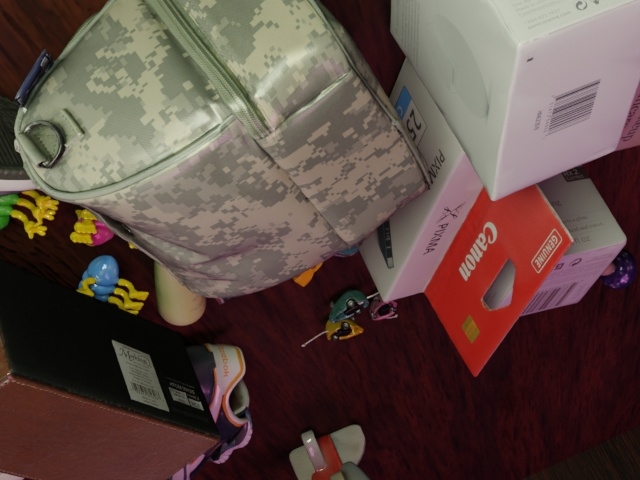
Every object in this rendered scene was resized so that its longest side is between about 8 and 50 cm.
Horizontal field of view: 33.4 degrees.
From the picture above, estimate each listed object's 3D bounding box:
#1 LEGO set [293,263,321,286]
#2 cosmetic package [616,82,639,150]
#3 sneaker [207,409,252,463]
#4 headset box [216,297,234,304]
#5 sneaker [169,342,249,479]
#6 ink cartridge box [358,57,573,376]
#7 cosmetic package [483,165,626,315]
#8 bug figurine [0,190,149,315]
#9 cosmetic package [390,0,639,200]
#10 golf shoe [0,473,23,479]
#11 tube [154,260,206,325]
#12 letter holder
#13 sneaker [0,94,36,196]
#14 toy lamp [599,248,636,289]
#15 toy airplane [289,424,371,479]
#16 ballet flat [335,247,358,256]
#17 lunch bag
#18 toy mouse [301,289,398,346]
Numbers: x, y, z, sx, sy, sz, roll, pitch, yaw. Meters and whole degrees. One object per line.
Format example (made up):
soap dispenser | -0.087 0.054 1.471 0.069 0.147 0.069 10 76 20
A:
LEGO set | -0.029 -0.020 1.196 0.093 0.087 0.227 -37 141 16
cosmetic package | 0.309 -0.183 1.172 0.296 0.129 0.153 -15 150 -19
sneaker | -0.169 0.319 1.738 0.076 0.065 0.166 2 141 -34
headset box | -0.109 0.044 1.336 0.083 0.032 0.062 -24 152 0
sneaker | -0.171 0.260 1.561 0.127 0.126 0.321 -10 148 -16
ink cartridge box | 0.134 -0.017 1.178 0.066 0.261 0.296 -13 150 -23
cosmetic package | 0.257 -0.018 1.358 0.151 0.183 0.151 -12 150 -23
bug figurine | -0.294 0.009 1.085 0.279 0.072 0.216 9 132 -39
cosmetic package | 0.166 -0.199 0.926 0.138 0.224 0.224 -23 153 -9
golf shoe | -0.386 0.224 1.347 0.306 0.115 0.140 -40 146 24
tube | -0.162 0.023 1.211 0.062 0.070 0.240 -29 157 -19
letter holder | -0.292 0.174 1.097 0.214 0.152 0.302 -39 143 15
sneaker | -0.371 -0.034 0.886 0.296 0.123 0.178 3 137 -29
toy lamp | 0.400 0.040 1.691 0.275 0.080 0.080 7 139 -45
toy airplane | 0.076 0.522 1.957 0.272 0.384 0.386 -4 -163 7
ballet flat | 0.000 0.000 1.350 0.114 0.041 0.041 10 137 -47
lunch bag | -0.084 -0.086 0.910 0.256 0.212 0.305 -40 152 1
toy mouse | 0.062 0.096 1.564 0.161 0.031 0.143 -6 147 -32
